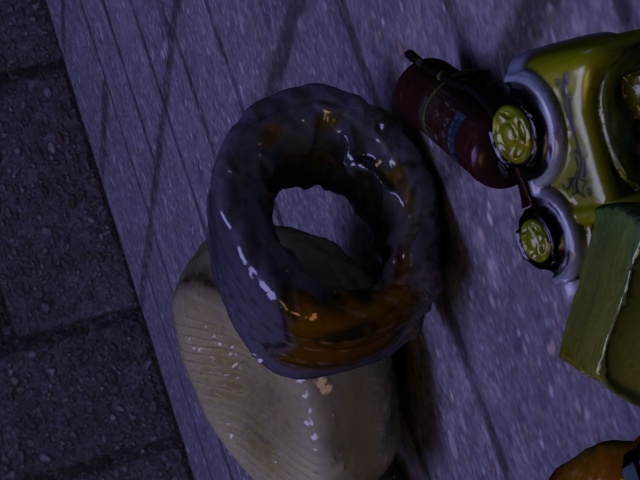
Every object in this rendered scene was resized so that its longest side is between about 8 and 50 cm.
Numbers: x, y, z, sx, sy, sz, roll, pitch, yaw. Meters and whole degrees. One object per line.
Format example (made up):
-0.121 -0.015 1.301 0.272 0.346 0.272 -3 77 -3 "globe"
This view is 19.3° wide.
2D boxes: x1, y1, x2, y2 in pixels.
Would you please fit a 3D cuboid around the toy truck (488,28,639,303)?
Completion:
0.118 -0.024 0.702 0.077 0.076 0.111 -9 98 58 "toy truck"

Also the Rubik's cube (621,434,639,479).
0.153 0.075 0.546 0.112 0.133 0.133 44 163 7 "Rubik's cube"

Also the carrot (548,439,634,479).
0.123 0.156 0.870 0.173 0.082 0.082 89 161 -61 "carrot"

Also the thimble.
0.001 -0.003 1.108 0.118 0.127 0.151 101 153 -68 "thimble"

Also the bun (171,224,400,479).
-0.006 0.078 1.287 0.222 0.127 0.222 39 145 34 "bun"

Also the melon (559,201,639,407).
0.132 0.088 0.650 0.064 0.118 0.209 -122 39 -68 "melon"

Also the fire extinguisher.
0.076 -0.056 0.917 0.132 0.039 0.056 -130 18 -63 "fire extinguisher"

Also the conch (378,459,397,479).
0.023 0.275 1.331 0.148 0.182 0.275 7 -103 -61 "conch"
